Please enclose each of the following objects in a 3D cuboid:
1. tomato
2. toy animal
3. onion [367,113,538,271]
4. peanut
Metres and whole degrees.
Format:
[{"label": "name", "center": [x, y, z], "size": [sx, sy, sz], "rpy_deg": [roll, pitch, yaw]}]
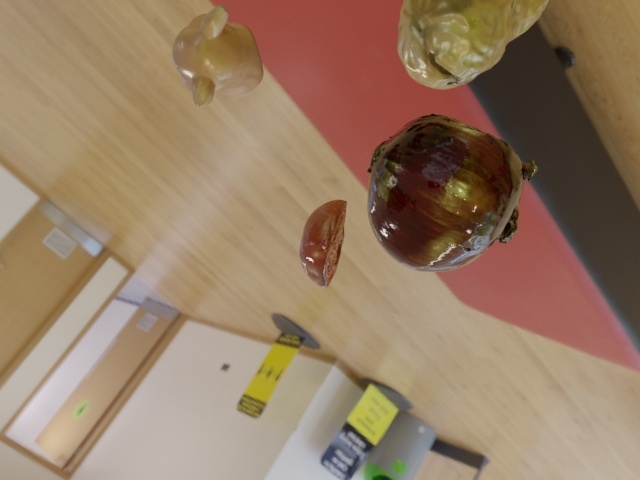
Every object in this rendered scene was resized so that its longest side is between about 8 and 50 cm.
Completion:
[{"label": "tomato", "center": [0.002, -0.002, 1.382], "size": [0.082, 0.174, 0.166], "rpy_deg": [12, 151, 11]}, {"label": "toy animal", "center": [-0.191, -0.345, 1.250], "size": [0.153, 0.250, 0.167], "rpy_deg": [-3, 103, 13]}, {"label": "onion", "center": [0.085, -0.030, 0.452], "size": [0.118, 0.119, 0.117], "rpy_deg": [28, -175, 17]}, {"label": "peanut", "center": [0.201, -0.302, 0.818], "size": [0.149, 0.313, 0.149], "rpy_deg": [31, 145, 25]}]
